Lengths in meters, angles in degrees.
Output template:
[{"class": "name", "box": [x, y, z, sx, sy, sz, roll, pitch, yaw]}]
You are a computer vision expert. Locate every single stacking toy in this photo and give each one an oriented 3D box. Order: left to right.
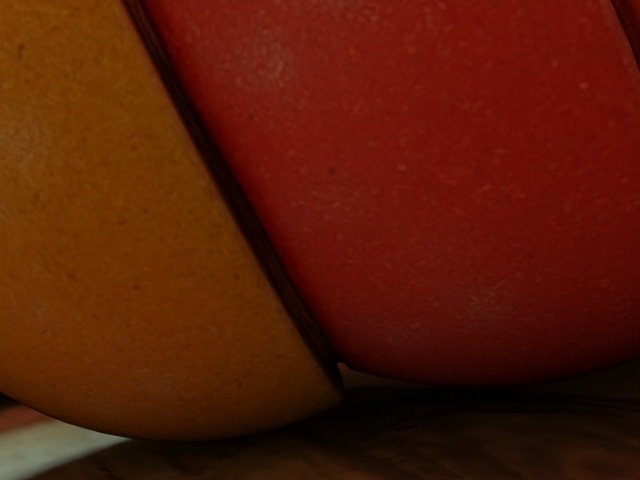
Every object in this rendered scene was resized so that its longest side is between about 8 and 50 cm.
[{"class": "stacking toy", "box": [-0.026, -0.061, 0.467, 0.480, 0.351, 0.350, -24, 5, 2]}]
